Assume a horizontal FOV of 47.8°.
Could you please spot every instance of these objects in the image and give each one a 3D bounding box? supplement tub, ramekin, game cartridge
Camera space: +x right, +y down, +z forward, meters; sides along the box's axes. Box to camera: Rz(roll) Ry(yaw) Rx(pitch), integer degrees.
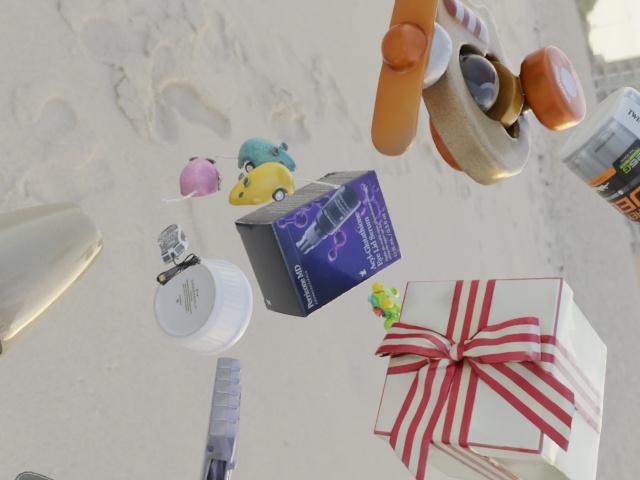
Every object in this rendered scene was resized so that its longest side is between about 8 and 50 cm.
[{"bbox_3d":[0.647,-0.132,1.410,0.316,0.193,0.193,40,25,1],"label":"supplement tub"},{"bbox_3d":[-0.329,0.169,1.949,0.127,0.273,0.272,28,57,-57],"label":"ramekin"},{"bbox_3d":[-0.188,0.415,1.296,0.230,0.068,0.355,-87,-172,-66],"label":"game cartridge"}]

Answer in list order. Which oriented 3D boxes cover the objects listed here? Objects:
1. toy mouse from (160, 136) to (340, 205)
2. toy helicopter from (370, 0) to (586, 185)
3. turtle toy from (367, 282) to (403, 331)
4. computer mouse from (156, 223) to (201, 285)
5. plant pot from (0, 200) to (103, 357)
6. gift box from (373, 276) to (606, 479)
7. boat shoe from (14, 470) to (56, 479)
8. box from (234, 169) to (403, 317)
[{"bbox_3d":[-0.082,-0.073,0.701,0.143,0.161,0.031,-131,-148,-57],"label":"toy mouse"},{"bbox_3d":[0.098,-0.216,0.678,0.235,0.140,0.355,-28,95,-51],"label":"toy helicopter"},{"bbox_3d":[0.159,0.160,1.711,0.095,0.066,0.130,20,32,-48],"label":"turtle toy"},{"bbox_3d":[-0.316,0.026,1.589,0.042,0.106,0.193,49,8,-32],"label":"computer mouse"},{"bbox_3d":[-0.570,0.040,1.398,0.274,0.256,0.256,-38,124,-35],"label":"plant pot"},{"bbox_3d":[0.235,0.206,0.955,0.258,0.255,0.276,43,49,-42],"label":"gift box"},{"bbox_3d":[-0.622,0.637,1.739,0.109,0.305,0.091,-40,149,-49],"label":"boat shoe"},{"bbox_3d":[0.000,0.000,1.086,0.207,0.108,0.153,-30,110,-31],"label":"box"}]
